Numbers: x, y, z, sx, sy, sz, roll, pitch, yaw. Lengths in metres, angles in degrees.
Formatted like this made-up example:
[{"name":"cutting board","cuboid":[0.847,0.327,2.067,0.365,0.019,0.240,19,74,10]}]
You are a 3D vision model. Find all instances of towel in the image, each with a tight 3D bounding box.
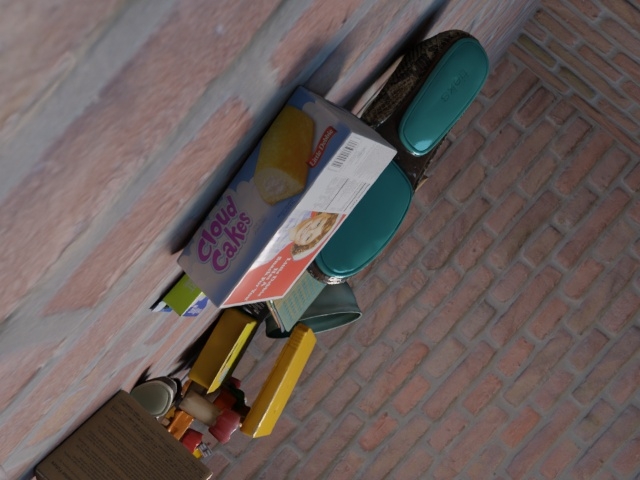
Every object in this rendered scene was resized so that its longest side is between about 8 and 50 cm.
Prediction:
[{"name":"towel","cuboid":[-0.027,0.010,1.086,0.271,0.040,0.370,-49,155,-20]}]

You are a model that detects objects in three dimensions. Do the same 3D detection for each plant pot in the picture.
[{"name":"plant pot","cuboid":[-0.039,0.167,1.663,0.293,0.196,0.293,-12,161,-4]}]

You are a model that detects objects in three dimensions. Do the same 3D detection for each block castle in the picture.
[{"name":"block castle","cuboid":[-0.351,0.546,1.587,0.303,0.213,0.453,-54,-174,-5]}]

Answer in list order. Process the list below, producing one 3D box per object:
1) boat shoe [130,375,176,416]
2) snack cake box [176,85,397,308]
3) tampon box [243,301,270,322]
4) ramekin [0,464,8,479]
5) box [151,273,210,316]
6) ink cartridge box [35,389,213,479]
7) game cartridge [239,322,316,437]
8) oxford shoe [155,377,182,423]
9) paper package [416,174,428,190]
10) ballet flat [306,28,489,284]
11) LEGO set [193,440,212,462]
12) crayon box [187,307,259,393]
[{"name":"boat shoe","cuboid":[-0.362,0.338,1.167,0.228,0.081,0.068,-43,-177,38]},{"name":"snack cake box","cuboid":[-0.038,-0.043,0.681,0.264,0.089,0.152,-52,160,17]},{"name":"tampon box","cuboid":[-0.107,0.085,1.272,0.161,0.101,0.120,-52,174,33]},{"name":"ramekin","cuboid":[-0.430,0.393,0.589,0.277,0.135,0.277,-48,175,-6]},{"name":"box","cuboid":[-0.165,0.051,0.821,0.178,0.042,0.109,-49,175,-7]},{"name":"ink cartridge box","cuboid":[-0.346,0.421,0.976,0.193,0.235,0.088,-44,173,-42]},{"name":"game cartridge","cuboid":[-0.111,0.401,1.569,0.323,0.053,0.285,-63,169,-15]},{"name":"oxford shoe","cuboid":[-0.424,0.430,1.359,0.096,0.083,0.227,-57,-177,47]},{"name":"paper package","cuboid":[0.094,-0.073,1.462,0.325,0.168,0.309,-48,177,-10]},{"name":"ballet flat","cuboid":[0.095,-0.141,0.895,0.482,0.164,0.182,-56,-149,-14]},{"name":"LEGO set","cuboid":[-0.564,0.807,2.078,0.192,0.255,0.331,-13,140,-54]},{"name":"crayon box","cuboid":[-0.253,0.286,1.477,0.202,0.081,0.318,-60,177,-7]}]
